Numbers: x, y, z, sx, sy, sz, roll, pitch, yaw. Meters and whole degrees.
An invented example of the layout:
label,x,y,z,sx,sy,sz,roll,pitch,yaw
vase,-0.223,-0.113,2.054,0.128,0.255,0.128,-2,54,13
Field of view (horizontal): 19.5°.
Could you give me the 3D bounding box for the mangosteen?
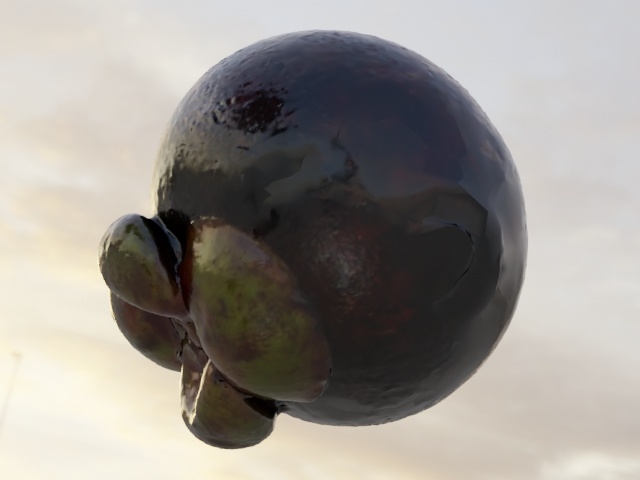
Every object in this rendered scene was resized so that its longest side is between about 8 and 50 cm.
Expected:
label,x,y,z,sx,sy,sz,roll,pitch,yaw
mangosteen,0.000,0.000,0.889,0.209,0.210,0.210,12,-17,4
